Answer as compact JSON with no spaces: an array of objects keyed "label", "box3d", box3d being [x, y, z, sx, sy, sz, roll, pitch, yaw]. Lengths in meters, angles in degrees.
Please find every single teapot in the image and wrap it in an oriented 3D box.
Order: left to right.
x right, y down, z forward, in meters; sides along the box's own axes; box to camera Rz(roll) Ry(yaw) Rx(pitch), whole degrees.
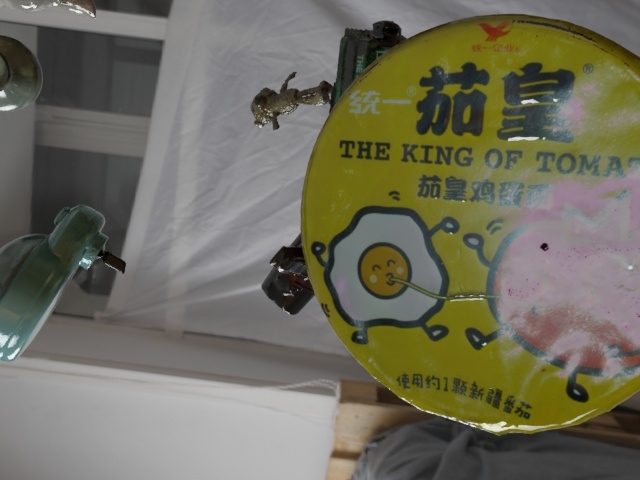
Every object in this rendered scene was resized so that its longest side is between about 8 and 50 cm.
[{"label":"teapot","box3d":[-0.745,-0.381,1.381,0.251,0.183,0.184,-140,55,-69]}]

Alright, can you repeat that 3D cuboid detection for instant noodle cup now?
[{"label":"instant noodle cup","box3d":[0.178,-0.022,0.574,0.254,0.325,0.326,-15,-65,-61]}]

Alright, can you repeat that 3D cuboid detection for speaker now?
[{"label":"speaker","box3d":[0.023,0.004,1.148,0.329,0.198,0.259,-53,14,2]}]

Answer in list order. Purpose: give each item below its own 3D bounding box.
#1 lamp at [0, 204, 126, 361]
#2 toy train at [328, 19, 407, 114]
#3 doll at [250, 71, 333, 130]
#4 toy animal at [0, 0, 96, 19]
[{"label":"lamp","box3d":[-0.446,0.065,0.955,0.284,0.147,0.209,-41,14,-15]},{"label":"toy train","box3d":[0.108,-0.171,0.952,0.178,0.138,0.330,26,117,49]},{"label":"doll","box3d":[-0.097,-0.402,1.779,0.286,0.091,0.203,33,100,42]},{"label":"toy animal","box3d":[-0.770,-0.627,1.519,0.196,0.367,0.241,78,-174,-83]}]
